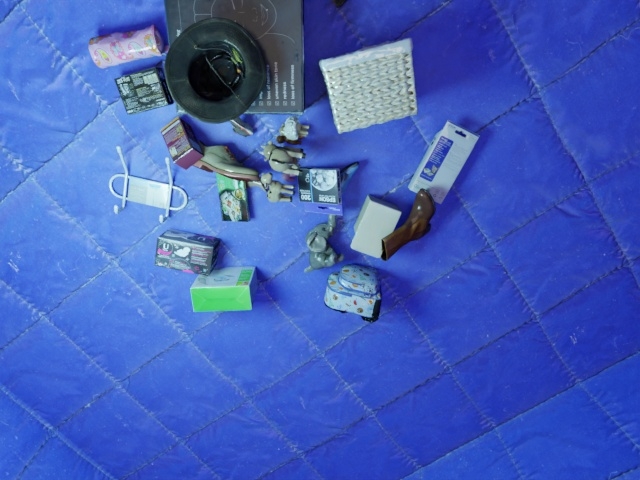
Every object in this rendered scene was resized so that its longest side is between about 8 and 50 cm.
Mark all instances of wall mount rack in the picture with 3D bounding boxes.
[{"bbox_3d":[-0.761,-0.245,1.824,0.349,0.130,0.305,12,109,-5],"label":"wall mount rack"}]

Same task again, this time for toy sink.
[{"bbox_3d":[0.241,-0.065,1.895,0.152,0.131,0.234,19,108,-6],"label":"toy sink"}]

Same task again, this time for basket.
[{"bbox_3d":[0.181,-0.597,1.607,0.330,0.328,0.267,-14,113,4],"label":"basket"}]

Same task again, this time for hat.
[{"bbox_3d":[-0.352,-0.557,1.408,0.330,0.134,0.332,-4,103,-17],"label":"hat"}]

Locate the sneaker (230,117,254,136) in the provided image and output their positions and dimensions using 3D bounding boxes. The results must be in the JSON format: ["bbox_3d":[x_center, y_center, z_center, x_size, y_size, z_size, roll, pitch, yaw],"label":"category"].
[{"bbox_3d":[-0.344,-0.469,1.748,0.064,0.158,0.061,-27,63,20],"label":"sneaker"}]

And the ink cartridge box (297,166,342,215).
[{"bbox_3d":[-0.004,-0.212,1.835,0.206,0.045,0.209,8,114,32],"label":"ink cartridge box"}]

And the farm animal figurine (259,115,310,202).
[{"bbox_3d":[-0.166,-0.319,1.710,0.172,0.327,0.331,8,94,-12],"label":"farm animal figurine"}]

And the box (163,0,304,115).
[{"bbox_3d":[-0.294,-0.724,1.569,0.470,0.297,0.481,0,110,-2],"label":"box"}]

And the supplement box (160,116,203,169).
[{"bbox_3d":[-0.575,-0.403,1.743,0.104,0.080,0.188,-33,67,11],"label":"supplement box"}]

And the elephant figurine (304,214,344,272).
[{"bbox_3d":[0.000,0.000,1.923,0.169,0.185,0.240,-12,103,49],"label":"elephant figurine"}]

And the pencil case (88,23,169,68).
[{"bbox_3d":[-0.752,-0.759,1.650,0.283,0.124,0.124,-10,109,2],"label":"pencil case"}]

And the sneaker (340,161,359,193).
[{"bbox_3d":[0.101,-0.262,1.855,0.209,0.069,0.082,-39,101,17],"label":"sneaker"}]

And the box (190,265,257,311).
[{"bbox_3d":[-0.435,0.221,1.938,0.261,0.231,0.127,-2,110,1],"label":"box"}]

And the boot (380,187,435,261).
[{"bbox_3d":[0.363,-0.069,1.825,0.280,0.096,0.264,-30,144,-23],"label":"boot"}]

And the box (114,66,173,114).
[{"bbox_3d":[-0.721,-0.610,1.721,0.179,0.078,0.148,-14,109,4],"label":"box"}]

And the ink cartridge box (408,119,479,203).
[{"bbox_3d":[0.534,-0.341,1.835,0.165,0.065,0.333,24,109,-8],"label":"ink cartridge box"}]

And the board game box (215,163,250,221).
[{"bbox_3d":[-0.391,-0.212,1.875,0.136,0.030,0.260,4,111,17],"label":"board game box"}]

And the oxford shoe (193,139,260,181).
[{"bbox_3d":[-0.401,-0.335,1.759,0.347,0.123,0.130,19,91,14],"label":"oxford shoe"}]

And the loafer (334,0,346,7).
[{"bbox_3d":[0.034,-0.976,1.607,0.061,0.062,0.170,-41,104,18],"label":"loafer"}]

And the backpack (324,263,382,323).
[{"bbox_3d":[0.151,0.233,1.942,0.262,0.276,0.214,3,105,5],"label":"backpack"}]

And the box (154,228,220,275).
[{"bbox_3d":[-0.600,0.048,1.912,0.246,0.163,0.142,12,106,-5],"label":"box"}]

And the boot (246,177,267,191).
[{"bbox_3d":[-0.300,-0.255,1.875,0.086,0.042,0.119,-23,107,14],"label":"boot"}]
